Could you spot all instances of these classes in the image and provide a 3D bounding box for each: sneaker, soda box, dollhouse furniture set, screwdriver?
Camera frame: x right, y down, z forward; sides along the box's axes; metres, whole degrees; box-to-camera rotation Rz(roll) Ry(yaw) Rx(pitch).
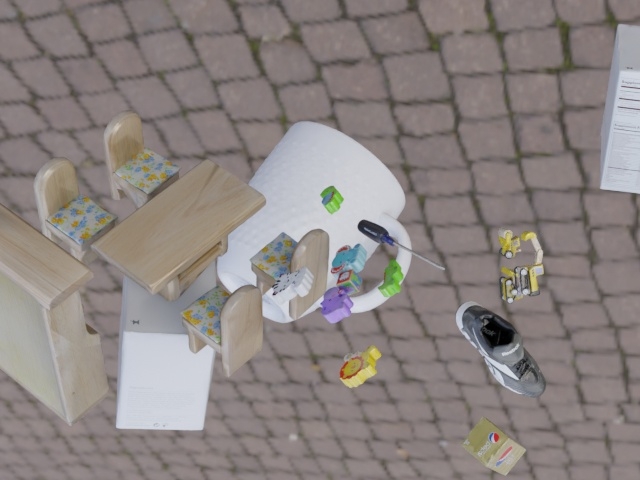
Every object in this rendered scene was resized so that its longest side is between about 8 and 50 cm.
[{"bbox_3d":[0.353,0.213,2.334,0.234,0.078,0.106,49,170,-10],"label":"sneaker"},{"bbox_3d":[0.290,0.345,2.055,0.058,0.061,0.181,39,179,24],"label":"soda box"},{"bbox_3d":[-0.244,0.003,1.591,0.362,0.394,0.256,33,145,24],"label":"dollhouse furniture set"},{"bbox_3d":[0.108,0.010,1.685,0.170,0.025,0.024,36,168,45],"label":"screwdriver"}]

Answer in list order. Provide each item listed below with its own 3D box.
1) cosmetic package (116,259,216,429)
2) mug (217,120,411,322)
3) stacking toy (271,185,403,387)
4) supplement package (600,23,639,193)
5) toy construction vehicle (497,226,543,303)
[{"bbox_3d":[-0.230,0.127,1.837,0.138,0.224,0.224,2,135,-9],"label":"cosmetic package"},{"bbox_3d":[0.000,0.000,2.354,0.374,0.328,0.276,26,159,28],"label":"mug"},{"bbox_3d":[0.027,0.054,1.575,0.052,0.221,0.167,-20,122,32],"label":"stacking toy"},{"bbox_3d":[0.525,-0.204,1.926,0.149,0.194,0.203,7,123,9],"label":"supplement package"},{"bbox_3d":[0.253,0.033,1.550,0.035,0.098,0.086,-8,-172,-11],"label":"toy construction vehicle"}]
